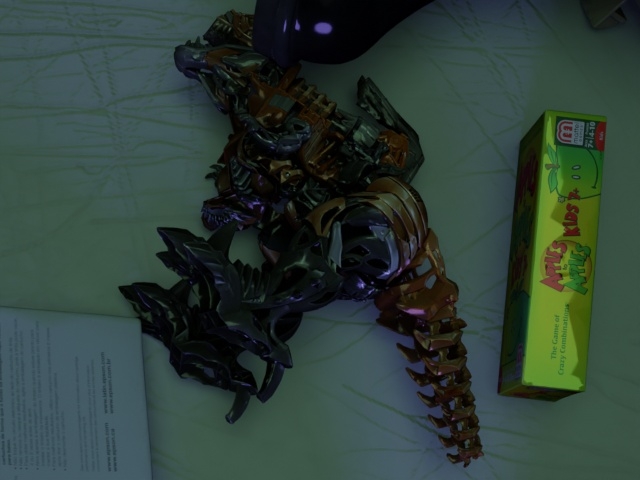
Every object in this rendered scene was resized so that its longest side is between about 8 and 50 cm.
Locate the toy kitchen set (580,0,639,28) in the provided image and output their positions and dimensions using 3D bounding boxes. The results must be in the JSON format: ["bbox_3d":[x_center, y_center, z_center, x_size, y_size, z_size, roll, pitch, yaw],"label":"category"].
[{"bbox_3d":[0.238,-0.165,1.181,0.068,0.075,0.083,-40,45,26],"label":"toy kitchen set"}]

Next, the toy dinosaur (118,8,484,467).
[{"bbox_3d":[0.000,0.000,1.078,0.218,0.164,0.322,-32,62,-25],"label":"toy dinosaur"}]

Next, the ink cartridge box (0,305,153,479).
[{"bbox_3d":[-0.210,0.146,1.013,0.224,0.045,0.223,8,63,-30],"label":"ink cartridge box"}]

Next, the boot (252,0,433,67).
[{"bbox_3d":[0.144,-0.197,1.064,0.260,0.131,0.348,31,64,18],"label":"boot"}]

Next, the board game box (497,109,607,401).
[{"bbox_3d":[0.154,0.013,1.108,0.043,0.092,0.181,6,80,-2],"label":"board game box"}]
